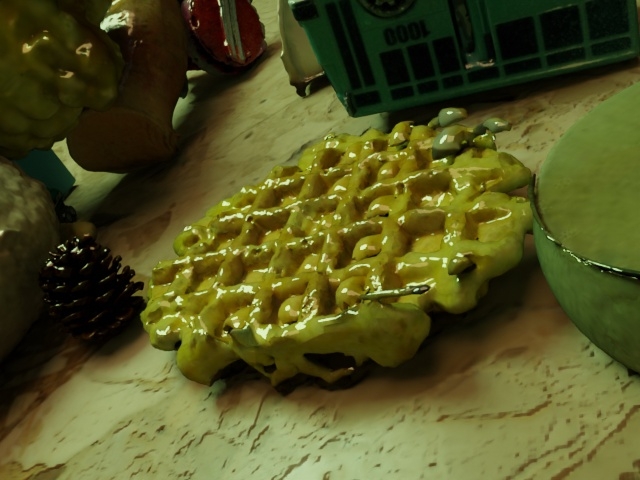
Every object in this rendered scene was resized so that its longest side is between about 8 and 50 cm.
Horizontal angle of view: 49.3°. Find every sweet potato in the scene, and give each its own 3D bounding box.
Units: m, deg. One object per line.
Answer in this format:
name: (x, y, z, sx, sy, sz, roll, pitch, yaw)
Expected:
sweet potato: (-0.218, -0.245, 0.829, 0.131, 0.131, 0.337, -12, 64, 27)

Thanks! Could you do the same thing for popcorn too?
popcorn: (-0.296, -0.199, 0.667, 0.251, 0.206, 0.237, 13, 68, 8)

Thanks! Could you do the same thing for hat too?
hat: (-0.179, -0.274, 0.966, 0.227, 0.140, 0.129, -13, 16, 47)

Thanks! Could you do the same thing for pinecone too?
pinecone: (-0.177, 0.037, 0.541, 0.077, 0.083, 0.077, -15, 20, 6)

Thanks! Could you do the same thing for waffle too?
waffle: (0.002, 0.002, 0.472, 0.262, 0.060, 0.280, -38, 31, -8)

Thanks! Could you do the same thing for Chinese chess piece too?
Chinese chess piece: (0.195, -0.016, 0.321, 0.188, 0.083, 0.188, -24, 32, 16)

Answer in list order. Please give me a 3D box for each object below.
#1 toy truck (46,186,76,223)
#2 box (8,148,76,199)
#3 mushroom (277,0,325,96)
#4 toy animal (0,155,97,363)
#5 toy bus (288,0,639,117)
toy truck: (-0.302, -0.022, 0.764, 0.039, 0.044, 0.083, -24, 31, 14)
box: (-0.424, -0.123, 0.825, 0.142, 0.232, 0.083, -10, 37, 29)
mushroom: (0.063, -0.295, 0.748, 0.236, 0.162, 0.173, -13, 36, 22)
toy animal: (-0.331, 0.027, 0.580, 0.226, 0.188, 0.358, -32, 31, 6)
toy bus: (0.118, -0.195, 0.573, 0.256, 0.147, 0.128, -9, 35, 22)
